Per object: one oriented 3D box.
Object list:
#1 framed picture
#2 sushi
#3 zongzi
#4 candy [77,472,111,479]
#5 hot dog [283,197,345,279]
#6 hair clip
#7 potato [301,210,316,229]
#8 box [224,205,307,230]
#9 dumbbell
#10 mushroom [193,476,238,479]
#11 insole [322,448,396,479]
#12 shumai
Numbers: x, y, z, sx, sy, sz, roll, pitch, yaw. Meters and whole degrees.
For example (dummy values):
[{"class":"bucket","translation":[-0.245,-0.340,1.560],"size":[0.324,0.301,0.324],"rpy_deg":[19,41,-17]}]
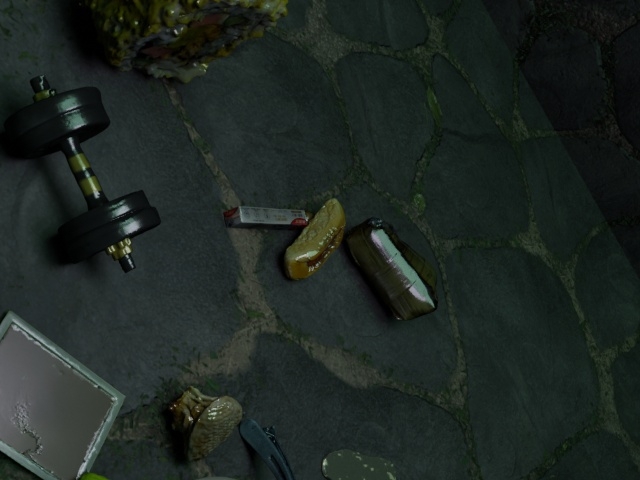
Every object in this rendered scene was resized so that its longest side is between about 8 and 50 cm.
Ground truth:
[{"class":"framed picture","translation":[-0.475,0.280,1.512],"size":[0.273,0.016,0.216],"rpy_deg":[45,43,-26]},{"class":"sushi","translation":[-0.272,-0.496,1.815],"size":[0.351,0.396,0.240],"rpy_deg":[-7,77,-60]},{"class":"zongzi","translation":[0.207,0.048,2.333],"size":[0.286,0.138,0.300],"rpy_deg":[55,26,-3]},{"class":"candy","translation":[-0.341,0.477,1.515],"size":[0.209,0.097,0.097],"rpy_deg":[53,41,-14]},{"class":"hot dog","translation":[0.000,0.000,2.101],"size":[0.242,0.073,0.084],"rpy_deg":[-51,149,-36]},{"class":"hair clip","translation":[-0.077,0.455,1.745],"size":[0.083,0.048,0.275],"rpy_deg":[32,12,-39]},{"class":"potato","translation":[-0.027,-0.042,2.158],"size":[0.083,0.040,0.051],"rpy_deg":[31,72,-51]},{"class":"box","translation":[-0.123,-0.050,2.042],"size":[0.218,0.055,0.039],"rpy_deg":[1,74,-48]},{"class":"dumbbell","translation":[-0.431,-0.119,1.623],"size":[0.185,0.185,0.388],"rpy_deg":[-30,96,-51]},{"class":"mushroom","translation":[-0.143,0.535,1.703],"size":[0.329,0.122,0.159],"rpy_deg":[17,73,-46]},{"class":"insole","translation":[0.091,0.527,2.048],"size":[0.248,0.011,0.081],"rpy_deg":[21,58,-41]},{"class":"shumai","translation":[-0.230,0.337,1.705],"size":[0.116,0.145,0.145],"rpy_deg":[34,30,26]}]
